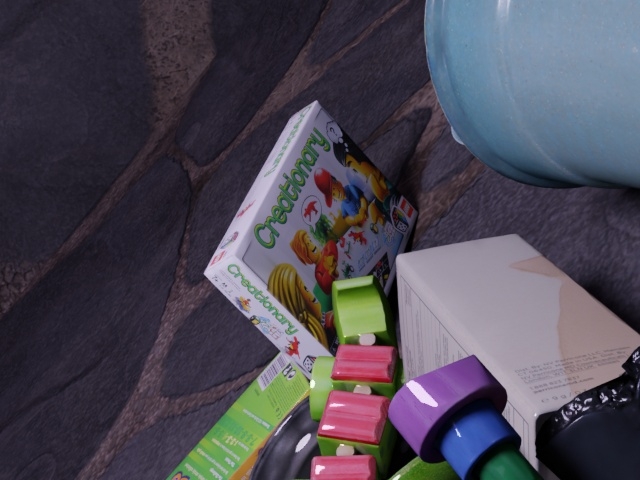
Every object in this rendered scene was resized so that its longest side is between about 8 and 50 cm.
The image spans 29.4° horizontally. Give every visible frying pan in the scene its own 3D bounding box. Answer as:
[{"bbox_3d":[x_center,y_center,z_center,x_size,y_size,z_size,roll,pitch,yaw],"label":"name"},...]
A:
[{"bbox_3d":[-0.043,0.279,1.249,0.326,0.053,0.197,-51,24,-2],"label":"frying pan"}]

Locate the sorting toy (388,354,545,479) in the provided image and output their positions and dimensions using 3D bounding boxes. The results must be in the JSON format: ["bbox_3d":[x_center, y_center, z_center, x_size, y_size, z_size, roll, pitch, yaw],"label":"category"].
[{"bbox_3d":[0.104,0.227,0.815,0.127,0.365,0.126,-26,53,-20],"label":"sorting toy"}]

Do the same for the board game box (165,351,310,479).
[{"bbox_3d":[-0.103,0.248,1.424,0.259,0.039,0.124,-46,23,3],"label":"board game box"}]

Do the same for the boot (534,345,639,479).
[{"bbox_3d":[0.203,0.193,0.738,0.246,0.207,0.094,-46,-13,0],"label":"boot"}]

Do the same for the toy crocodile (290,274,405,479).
[{"bbox_3d":[0.033,0.186,1.117,0.115,0.105,0.340,1,52,13],"label":"toy crocodile"}]

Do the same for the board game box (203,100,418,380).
[{"bbox_3d":[0.000,0.000,1.358,0.053,0.193,0.305,-30,23,35],"label":"board game box"}]

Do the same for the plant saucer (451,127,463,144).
[{"bbox_3d":[0.239,-0.179,1.443,0.195,0.037,0.195,-40,26,24],"label":"plant saucer"}]

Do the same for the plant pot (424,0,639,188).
[{"bbox_3d":[0.316,-0.172,0.973,0.341,0.341,0.334,-53,31,-6],"label":"plant pot"}]

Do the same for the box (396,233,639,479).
[{"bbox_3d":[0.164,0.115,0.964,0.121,0.148,0.311,-11,23,-11],"label":"box"}]
